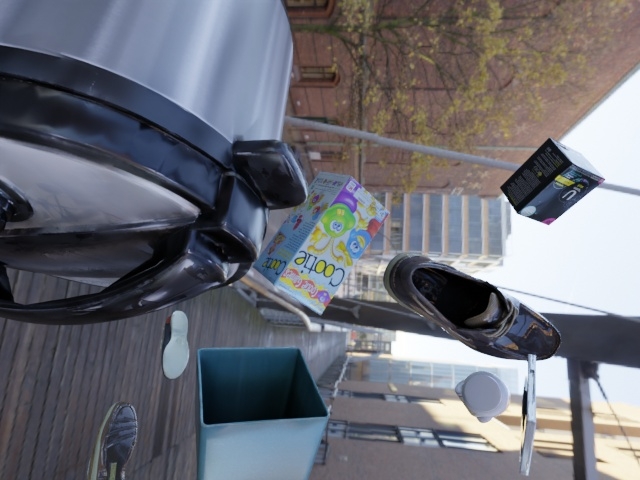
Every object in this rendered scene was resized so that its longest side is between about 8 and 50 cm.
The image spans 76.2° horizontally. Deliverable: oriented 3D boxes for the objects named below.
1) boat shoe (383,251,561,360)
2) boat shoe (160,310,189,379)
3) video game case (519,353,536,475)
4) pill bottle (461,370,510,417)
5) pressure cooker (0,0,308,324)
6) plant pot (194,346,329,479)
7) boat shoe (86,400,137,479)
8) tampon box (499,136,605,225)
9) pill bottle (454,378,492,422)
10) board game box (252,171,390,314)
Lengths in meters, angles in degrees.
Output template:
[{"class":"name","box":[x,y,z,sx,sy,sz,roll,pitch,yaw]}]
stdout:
[{"class":"boat shoe","box":[0.284,0.136,0.748,0.130,0.356,0.132,-165,-82,-87]},{"class":"boat shoe","box":[-0.279,0.200,0.771,0.049,0.043,0.136,26,37,-37]},{"class":"video game case","box":[0.264,0.216,0.518,0.122,0.011,0.087,-43,133,-54]},{"class":"pill bottle","box":[0.334,0.310,0.824,0.160,0.087,0.087,40,50,-57]},{"class":"pressure cooker","box":[-0.231,-0.114,0.455,0.370,0.376,0.419,-31,-133,49]},{"class":"plant pot","box":[-0.110,0.307,0.612,0.165,0.166,0.233,-133,-129,-64]},{"class":"boat shoe","box":[-0.374,0.381,0.706,0.068,0.072,0.189,39,38,-44]},{"class":"tampon box","box":[0.539,-0.133,0.961,0.161,0.121,0.101,-55,-149,39]},{"class":"pill bottle","box":[0.442,0.460,1.166,0.116,0.065,0.065,56,11,-5]},{"class":"board game box","box":[0.000,0.000,0.922,0.275,0.142,0.144,-55,-150,-6]}]
